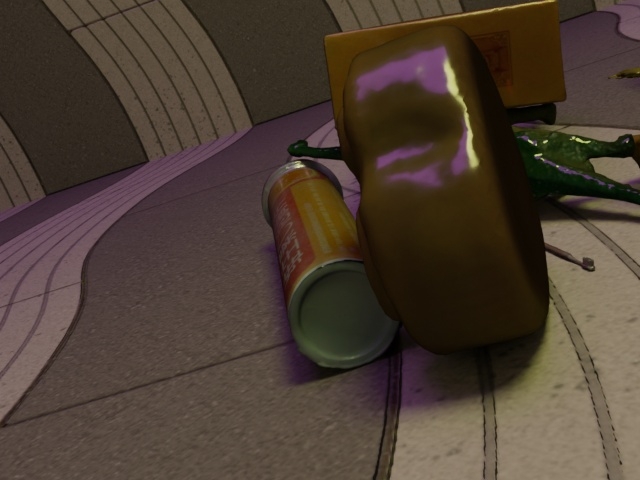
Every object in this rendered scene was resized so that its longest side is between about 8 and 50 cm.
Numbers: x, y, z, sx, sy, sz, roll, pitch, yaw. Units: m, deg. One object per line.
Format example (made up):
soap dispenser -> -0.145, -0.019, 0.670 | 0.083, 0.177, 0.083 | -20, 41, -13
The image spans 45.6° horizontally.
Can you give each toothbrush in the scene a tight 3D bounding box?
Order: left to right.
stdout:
toothbrush -> 0.215, 0.011, 0.671 | 0.006, 0.008, 0.097 | -8, 13, -10

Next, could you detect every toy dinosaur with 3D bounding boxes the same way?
toy dinosaur -> 0.149, -0.083, 0.816 | 0.300, 0.087, 0.447 | -8, 20, -12

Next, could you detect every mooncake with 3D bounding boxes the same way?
mooncake -> 0.096, -0.030, 0.577 | 0.117, 0.235, 0.235 | -17, 15, 18

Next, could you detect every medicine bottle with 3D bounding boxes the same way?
medicine bottle -> 0.000, 0.000, 0.791 | 0.108, 0.108, 0.426 | -20, 16, -1

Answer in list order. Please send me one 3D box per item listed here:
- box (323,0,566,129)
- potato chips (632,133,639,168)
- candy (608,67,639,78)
box -> 0.173, -0.239, 1.012 | 0.264, 0.116, 0.415 | -7, 13, 13
potato chips -> 0.392, -0.057, 0.596 | 0.080, 0.057, 0.407 | -24, 15, -5
candy -> 0.433, -0.138, 0.674 | 0.297, 0.081, 0.187 | 2, 12, -21
